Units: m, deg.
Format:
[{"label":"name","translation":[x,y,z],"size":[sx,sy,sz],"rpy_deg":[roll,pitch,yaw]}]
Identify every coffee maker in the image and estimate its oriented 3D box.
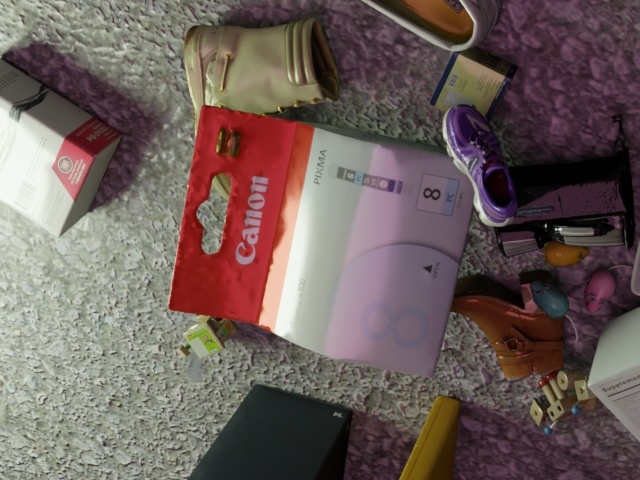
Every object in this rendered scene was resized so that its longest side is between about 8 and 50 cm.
[{"label":"coffee maker","translation":[0.320,-0.067,1.471],"size":[0.178,0.120,0.171],"rpy_deg":[-4,81,21]}]

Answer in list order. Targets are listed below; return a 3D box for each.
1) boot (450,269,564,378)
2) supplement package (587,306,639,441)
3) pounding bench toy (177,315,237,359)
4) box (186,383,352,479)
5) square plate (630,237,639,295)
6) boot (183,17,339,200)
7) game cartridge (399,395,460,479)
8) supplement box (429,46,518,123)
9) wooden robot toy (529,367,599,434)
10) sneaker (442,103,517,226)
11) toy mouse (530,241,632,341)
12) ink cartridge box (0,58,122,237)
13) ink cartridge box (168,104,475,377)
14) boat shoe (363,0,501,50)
[{"label":"boot","translation":[0.253,0.129,1.601],"size":[0.197,0.073,0.152],"rpy_deg":[-5,112,21]},{"label":"supplement package","translation":[0.497,0.209,1.491],"size":[0.244,0.134,0.139],"rpy_deg":[46,132,-14]},{"label":"pounding bench toy","translation":[-0.186,0.151,1.777],"size":[0.083,0.065,0.052],"rpy_deg":[-26,105,29]},{"label":"box","translation":[-0.094,0.456,1.735],"size":[0.179,0.343,0.312],"rpy_deg":[14,119,14]},{"label":"square plate","translation":[0.594,-0.059,1.400],"size":[0.344,0.049,0.347],"rpy_deg":[10,118,15]},{"label":"boot","translation":[-0.071,-0.180,1.558],"size":[0.204,0.095,0.261],"rpy_deg":[-1,111,19]},{"label":"game cartridge","translation":[0.143,0.441,1.675],"size":[0.053,0.285,0.323],"rpy_deg":[11,118,17]},{"label":"supplement box","translation":[0.203,-0.205,1.464],"size":[0.083,0.056,0.083],"rpy_deg":[27,121,6]},{"label":"wooden robot toy","translation":[0.373,0.224,1.617],"size":[0.173,0.079,0.076],"rpy_deg":[120,138,-58]},{"label":"sneaker","translation":[0.213,-0.103,1.407],"size":[0.068,0.071,0.169],"rpy_deg":[-22,77,-9]},{"label":"toy mouse","translation":[0.350,0.068,1.521],"size":[0.161,0.031,0.143],"rpy_deg":[1,82,-1]},{"label":"ink cartridge box","translation":[-0.453,-0.145,1.706],"size":[0.237,0.100,0.172],"rpy_deg":[32,122,1]},{"label":"ink cartridge box","translation":[0.000,0.000,1.508],"size":[0.385,0.091,0.308],"rpy_deg":[10,104,-4]},{"label":"boat shoe","translation":[0.058,-0.356,1.383],"size":[0.367,0.156,0.136],"rpy_deg":[40,121,-3]}]
